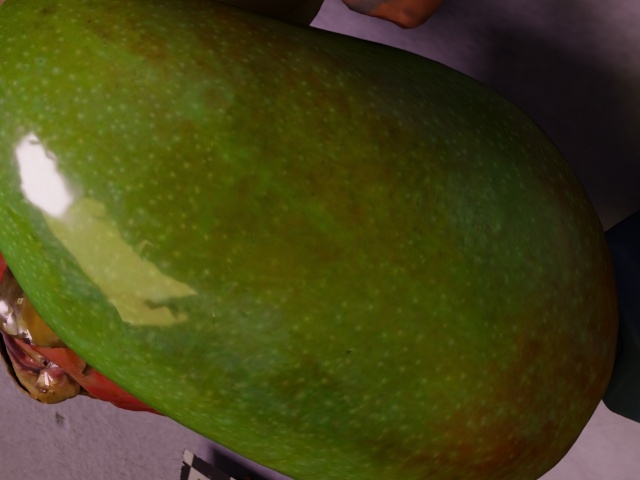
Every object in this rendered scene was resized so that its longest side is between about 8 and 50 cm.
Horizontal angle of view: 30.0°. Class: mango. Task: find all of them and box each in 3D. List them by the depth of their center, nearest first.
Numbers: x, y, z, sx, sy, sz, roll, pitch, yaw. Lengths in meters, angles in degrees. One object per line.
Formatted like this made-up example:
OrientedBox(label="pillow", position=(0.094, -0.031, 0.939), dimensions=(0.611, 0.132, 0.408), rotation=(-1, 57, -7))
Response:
OrientedBox(label="mango", position=(0.000, 0.000, 0.600), dimensions=(0.382, 0.225, 0.201), rotation=(32, -178, -28))

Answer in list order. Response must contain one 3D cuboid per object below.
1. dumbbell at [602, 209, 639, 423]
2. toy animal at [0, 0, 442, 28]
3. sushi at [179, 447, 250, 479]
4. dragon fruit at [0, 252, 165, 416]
OrientedBox(label="dumbbell", position=(0.250, -0.029, 0.614), dimensions=(0.159, 0.144, 0.325), rotation=(23, 139, 2))
OrientedBox(label="toy animal", position=(-0.091, -0.207, 0.660), dimensions=(0.338, 0.191, 0.216), rotation=(1, 158, 45))
OrientedBox(label="sushi", position=(-0.043, 0.302, 1.196), dimensions=(0.215, 0.050, 0.192), rotation=(28, 135, 18))
OrientedBox(label="dragon fruit", position=(-0.122, -0.006, 0.809), dimensions=(0.291, 0.269, 0.250), rotation=(18, 117, 48))
